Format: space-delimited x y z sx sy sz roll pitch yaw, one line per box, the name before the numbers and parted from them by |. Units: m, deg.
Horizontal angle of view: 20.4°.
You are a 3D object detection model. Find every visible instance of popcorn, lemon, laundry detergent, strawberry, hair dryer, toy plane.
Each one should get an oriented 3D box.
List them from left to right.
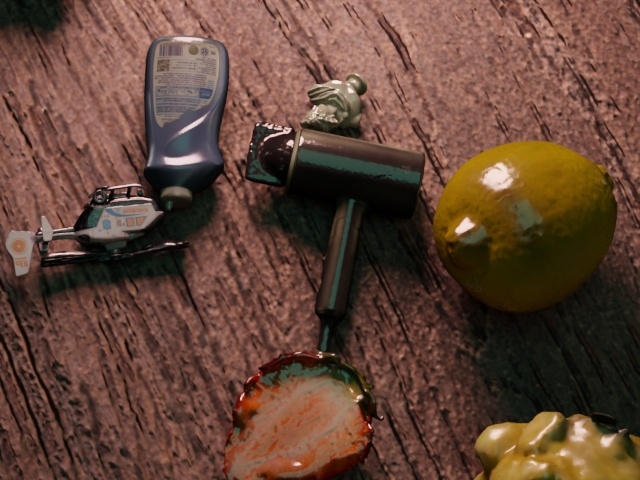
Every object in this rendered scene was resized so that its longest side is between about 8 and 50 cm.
toy plane | -0.246 -0.013 1.941 0.197 0.053 0.078 -10 79 -17
laundry detergent | -0.153 -0.128 1.994 0.096 0.061 0.206 8 67 -13
strawberry | -0.023 0.200 1.876 0.187 0.082 0.146 -36 72 -13
hair dryer | 0.000 0.000 1.969 0.195 0.078 0.248 11 73 -3
lemon | 0.228 -0.018 1.950 0.248 0.184 0.184 -23 73 -35
popcorn | 0.281 0.285 1.811 0.286 0.215 0.252 28 24 -35

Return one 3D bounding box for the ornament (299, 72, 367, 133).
ornament | 0.016 -0.154 2.044 0.068 0.041 0.092 18 57 -7
